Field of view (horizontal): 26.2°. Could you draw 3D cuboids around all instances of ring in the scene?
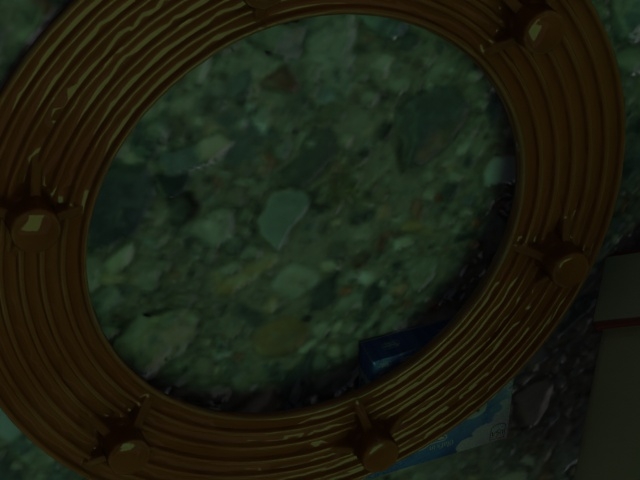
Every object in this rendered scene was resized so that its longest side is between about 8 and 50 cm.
[{"bbox_3d":[0.000,0.000,0.644,0.336,0.032,0.336,-12,124,-18],"label":"ring"}]

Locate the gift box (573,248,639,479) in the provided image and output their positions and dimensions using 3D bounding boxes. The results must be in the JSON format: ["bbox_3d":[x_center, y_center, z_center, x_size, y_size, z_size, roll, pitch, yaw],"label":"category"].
[{"bbox_3d":[0.294,0.129,0.730,0.276,0.255,0.258,30,65,-36],"label":"gift box"}]

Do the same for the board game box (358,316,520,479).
[{"bbox_3d":[0.065,0.084,0.766,0.090,0.020,0.090,-14,130,-18],"label":"board game box"}]
